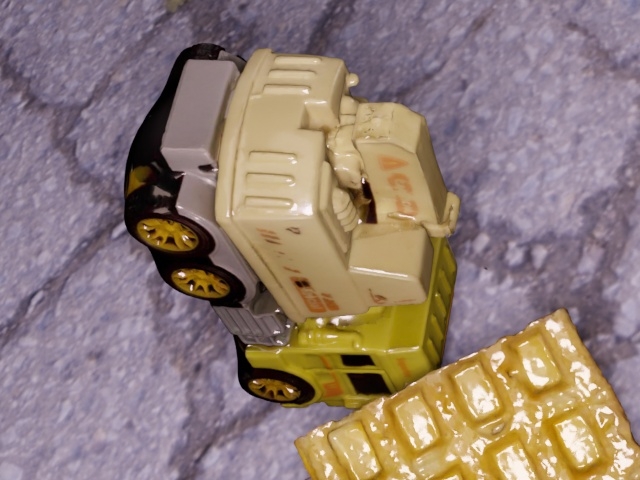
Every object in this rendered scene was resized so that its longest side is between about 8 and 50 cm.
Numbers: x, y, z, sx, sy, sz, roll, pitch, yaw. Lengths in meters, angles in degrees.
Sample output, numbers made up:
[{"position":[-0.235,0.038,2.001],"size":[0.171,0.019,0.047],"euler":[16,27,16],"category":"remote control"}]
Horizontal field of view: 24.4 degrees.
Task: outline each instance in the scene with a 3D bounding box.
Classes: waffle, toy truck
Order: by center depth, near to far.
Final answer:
[{"position":[0.128,0.190,1.273],"size":[0.274,0.057,0.168],"euler":[-28,77,7],"category":"waffle"},{"position":[0.000,0.000,1.283],"size":[0.254,0.405,0.180],"euler":[4,60,21],"category":"toy truck"}]

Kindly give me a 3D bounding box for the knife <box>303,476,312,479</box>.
[{"position":[0.046,0.226,1.335],"size":[0.399,0.038,0.132],"euler":[-29,74,6],"category":"knife"}]
